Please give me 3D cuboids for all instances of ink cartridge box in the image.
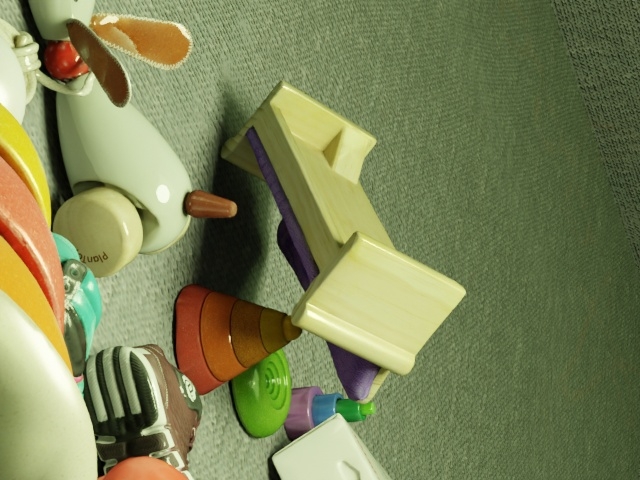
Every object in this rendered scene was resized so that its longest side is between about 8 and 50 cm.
[{"bbox_3d":[0.054,0.335,2.272,0.172,0.100,0.237,59,3,37],"label":"ink cartridge box"}]

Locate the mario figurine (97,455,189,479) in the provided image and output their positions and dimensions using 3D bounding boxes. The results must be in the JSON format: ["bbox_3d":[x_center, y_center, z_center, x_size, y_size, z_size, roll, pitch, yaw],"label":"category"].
[{"bbox_3d":[-0.172,0.318,1.666,0.198,0.170,0.320,-71,170,-64],"label":"mario figurine"}]

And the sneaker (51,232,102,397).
[{"bbox_3d":[-0.263,0.059,1.579,0.295,0.124,0.178,65,31,-57],"label":"sneaker"}]

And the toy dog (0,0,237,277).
[{"bbox_3d":[-0.177,-0.120,1.828,0.220,0.161,0.333,-70,146,-52],"label":"toy dog"}]

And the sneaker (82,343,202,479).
[{"bbox_3d":[-0.143,0.228,1.881,0.162,0.106,0.281,-25,107,-73],"label":"sneaker"}]

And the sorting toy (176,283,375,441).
[{"bbox_3d":[-0.032,0.145,2.174,0.365,0.126,0.127,45,42,-58],"label":"sorting toy"}]

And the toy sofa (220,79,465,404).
[{"bbox_3d":[0.000,0.000,2.105,0.150,0.177,0.362,29,20,-30],"label":"toy sofa"}]

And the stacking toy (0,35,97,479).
[{"bbox_3d":[-0.283,-0.008,1.285,0.480,0.351,0.350,-80,154,-51],"label":"stacking toy"}]
